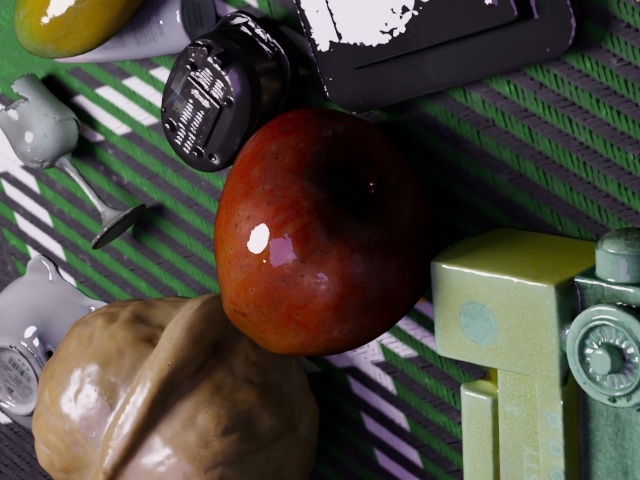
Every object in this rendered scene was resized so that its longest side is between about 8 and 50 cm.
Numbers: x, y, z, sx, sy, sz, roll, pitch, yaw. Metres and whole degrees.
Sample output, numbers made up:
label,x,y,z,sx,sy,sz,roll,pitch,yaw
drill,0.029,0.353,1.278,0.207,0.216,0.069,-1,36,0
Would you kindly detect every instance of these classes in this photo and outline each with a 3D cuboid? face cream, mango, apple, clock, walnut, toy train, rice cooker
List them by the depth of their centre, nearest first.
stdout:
label,x,y,z,sx,sy,sz,roll,pitch,yaw
clock,0.078,-0.266,1.370,0.279,0.049,0.273,-13,100,37
toy train,0.232,0.169,1.383,0.253,0.160,0.397,10,114,39
apple,0.000,0.001,1.430,0.234,0.234,0.234,14,116,30
mango,-0.219,-0.284,1.490,0.156,0.114,0.251,39,100,33
rice cooker,-0.090,-0.142,1.503,0.112,0.106,0.165,44,138,17
face cream,-0.200,-0.225,1.574,0.198,0.057,0.084,3,107,36
walnut,-0.149,0.184,1.579,0.296,0.285,0.285,33,124,12

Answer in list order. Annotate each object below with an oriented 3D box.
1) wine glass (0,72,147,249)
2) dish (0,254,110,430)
label,x,y,z,sx,sy,sz,roll,pitch,yaw
wine glass,-0.277,-0.088,1.669,0.195,0.079,0.079,50,128,6
dish,-0.326,0.145,1.793,0.228,0.086,0.236,-21,97,38
